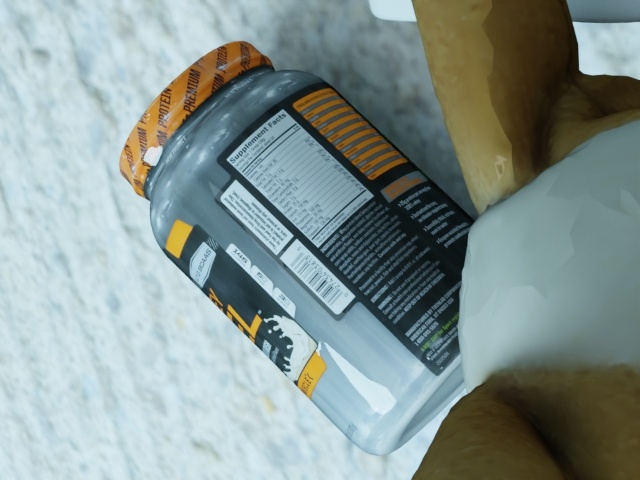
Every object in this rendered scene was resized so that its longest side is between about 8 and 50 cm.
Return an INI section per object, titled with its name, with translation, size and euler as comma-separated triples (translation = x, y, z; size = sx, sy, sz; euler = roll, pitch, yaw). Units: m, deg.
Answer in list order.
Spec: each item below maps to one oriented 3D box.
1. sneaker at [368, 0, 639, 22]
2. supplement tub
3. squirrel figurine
[sneaker]
translation = 0.098, -0.154, 0.724
size = 0.216, 0.079, 0.121
euler = 2, 113, 38
[supplement tub]
translation = 0.000, 0.000, 0.849
size = 0.190, 0.117, 0.117
euler = 44, 131, 13
[squirrel figurine]
translation = 0.257, 0.050, 0.612
size = 0.370, 0.281, 0.397
euler = -15, 131, 22
